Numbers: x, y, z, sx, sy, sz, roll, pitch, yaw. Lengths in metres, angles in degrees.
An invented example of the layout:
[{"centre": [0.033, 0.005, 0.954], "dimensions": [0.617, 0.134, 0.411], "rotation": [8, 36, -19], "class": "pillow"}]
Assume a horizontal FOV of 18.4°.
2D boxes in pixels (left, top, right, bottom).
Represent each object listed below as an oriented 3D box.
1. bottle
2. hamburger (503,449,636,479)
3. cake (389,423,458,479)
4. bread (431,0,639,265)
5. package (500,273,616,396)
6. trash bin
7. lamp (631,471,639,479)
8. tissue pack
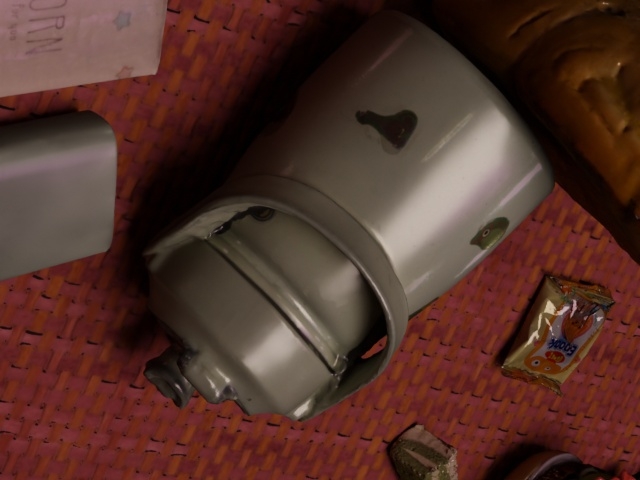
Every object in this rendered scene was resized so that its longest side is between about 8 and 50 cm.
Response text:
[{"centre": [0.000, 0.000, 1.584], "dimensions": [0.352, 0.229, 0.229], "rotation": [-43, 135, -7], "class": "bottle"}, {"centre": [0.244, 0.294, 2.020], "dimensions": [0.175, 0.137, 0.175], "rotation": [-26, 131, -34], "class": "hamburger"}, {"centre": [0.114, 0.243, 1.939], "dimensions": [0.051, 0.055, 0.140], "rotation": [-44, 137, -21], "class": "cake"}, {"centre": [0.255, -0.100, 1.644], "dimensions": [0.148, 0.328, 0.337], "rotation": [-40, 144, 2], "class": "bread"}, {"centre": [0.237, 0.093, 1.972], "dimensions": [0.108, 0.031, 0.120], "rotation": [20, 100, -45], "class": "package"}, {"centre": [-0.222, -0.031, 1.480], "dimensions": [0.130, 0.059, 0.116], "rotation": [-15, 125, -36], "class": "trash bin"}, {"centre": [0.376, 0.313, 2.164], "dimensions": [0.227, 0.147, 0.172], "rotation": [-26, 116, -18], "class": "lamp"}, {"centre": [-0.253, -0.176, 1.358], "dimensions": [0.325, 0.071, 0.170], "rotation": [-14, 121, -37], "class": "tissue pack"}]
